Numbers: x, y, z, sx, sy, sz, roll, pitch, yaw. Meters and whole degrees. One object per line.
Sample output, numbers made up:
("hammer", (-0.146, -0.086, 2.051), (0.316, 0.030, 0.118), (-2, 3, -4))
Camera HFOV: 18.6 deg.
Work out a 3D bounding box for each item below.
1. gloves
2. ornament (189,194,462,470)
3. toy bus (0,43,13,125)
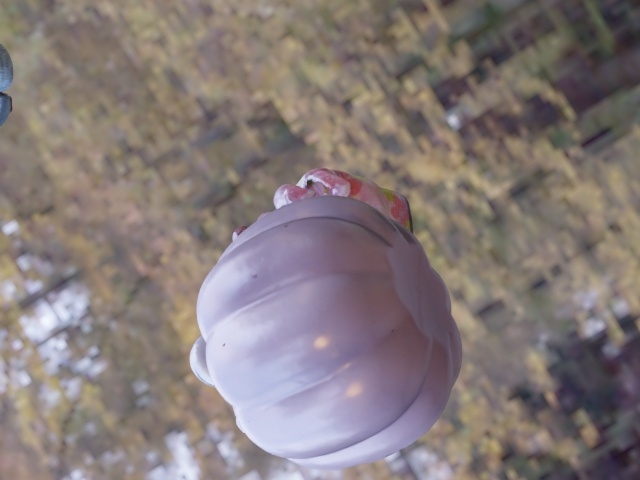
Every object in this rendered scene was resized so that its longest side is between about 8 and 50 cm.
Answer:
("gloves", (-0.007, -0.004, 2.052), (0.241, 0.145, 0.126), (4, -165, -37))
("ornament", (0.000, 0.064, 1.275), (0.177, 0.177, 0.177), (54, -168, -18))
("toy bus", (-0.315, -0.213, 1.509), (0.120, 0.121, 0.265), (26, 122, 47))
